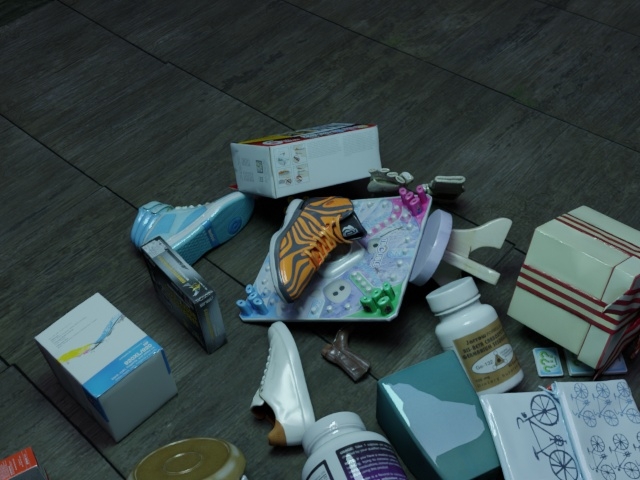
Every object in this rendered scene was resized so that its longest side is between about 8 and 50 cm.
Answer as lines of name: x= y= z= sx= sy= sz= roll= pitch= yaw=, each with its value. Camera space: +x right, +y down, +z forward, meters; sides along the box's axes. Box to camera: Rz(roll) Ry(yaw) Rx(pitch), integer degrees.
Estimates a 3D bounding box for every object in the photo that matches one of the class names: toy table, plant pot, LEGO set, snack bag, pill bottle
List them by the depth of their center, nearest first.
pill bottle: x=0.079 y=0.471 z=1.449 sx=0.182 sy=0.181 sz=0.323 roll=-18 pitch=47 yaw=-11
snack bag: x=0.470 y=0.402 z=1.470 sx=0.343 sy=0.037 sz=0.323 roll=2 pitch=54 yaw=-19
plant pot: x=-0.259 y=0.432 z=1.544 sx=0.237 sy=0.032 sz=0.236 roll=-9 pitch=13 yaw=2
plant pot: x=0.230 y=0.369 z=1.550 sx=0.166 sy=0.165 sz=0.234 roll=-20 pitch=53 yaw=-12
pill bottle: x=0.306 y=0.197 z=1.644 sx=0.131 sy=0.131 sz=0.229 roll=-25 pitch=91 yaw=-17
LEGO set: x=0.542 y=0.298 z=1.649 sx=0.183 sy=0.060 sz=0.244 roll=-2 pitch=43 yaw=5
toy table: x=0.300 y=0.039 z=1.805 sx=0.161 sy=0.252 sz=0.274 roll=24 pitch=17 yaw=-1

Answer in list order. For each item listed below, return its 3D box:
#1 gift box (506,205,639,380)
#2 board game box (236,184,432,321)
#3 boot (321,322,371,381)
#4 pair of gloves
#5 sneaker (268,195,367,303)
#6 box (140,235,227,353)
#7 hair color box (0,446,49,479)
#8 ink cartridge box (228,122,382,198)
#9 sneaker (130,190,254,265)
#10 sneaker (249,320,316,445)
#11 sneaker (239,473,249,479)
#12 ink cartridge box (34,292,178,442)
gift box: x=0.560 y=0.109 z=1.676 sx=0.258 sy=0.255 sz=0.276 roll=31 pitch=39 yaw=32
board game box: x=0.034 y=0.025 z=1.897 sx=0.390 sy=0.050 sz=0.389 roll=-3 pitch=43 yaw=27
boot: x=0.075 y=0.242 z=1.768 sx=0.114 sy=0.037 sz=0.106 roll=30 pitch=69 yaw=34
pair of gloves: x=0.237 y=-0.135 z=2.010 sx=0.240 sy=0.204 sz=0.042 roll=2 pitch=78 yaw=8
sneaker: x=0.000 y=0.000 z=1.803 sx=0.180 sy=0.124 sz=0.321 roll=-10 pitch=41 yaw=21
box: x=-0.307 y=0.121 z=1.828 sx=0.056 sy=0.183 sz=0.231 roll=-32 pitch=52 yaw=-24
hair color box: x=-0.622 y=0.479 z=1.579 sx=0.167 sy=0.093 sz=0.053 roll=-25 pitch=48 yaw=-18
ink cartridge box: x=-0.053 y=-0.207 z=2.040 sx=0.310 sy=0.130 sz=0.272 roll=-15 pitch=16 yaw=-30
sneaker: x=-0.337 y=-0.062 z=2.048 sx=0.319 sy=0.127 sz=0.208 roll=-37 pitch=54 yaw=-27
sneaker: x=-0.095 y=0.292 z=1.691 sx=0.123 sy=0.105 sz=0.290 roll=-11 pitch=47 yaw=-7
sneaker: x=-0.112 y=0.530 z=1.481 sx=0.104 sy=0.095 sz=0.236 roll=-40 pitch=49 yaw=-22
ink cartridge box: x=-0.449 y=0.263 z=1.714 sx=0.233 sy=0.171 sz=0.168 roll=33 pitch=57 yaw=31
